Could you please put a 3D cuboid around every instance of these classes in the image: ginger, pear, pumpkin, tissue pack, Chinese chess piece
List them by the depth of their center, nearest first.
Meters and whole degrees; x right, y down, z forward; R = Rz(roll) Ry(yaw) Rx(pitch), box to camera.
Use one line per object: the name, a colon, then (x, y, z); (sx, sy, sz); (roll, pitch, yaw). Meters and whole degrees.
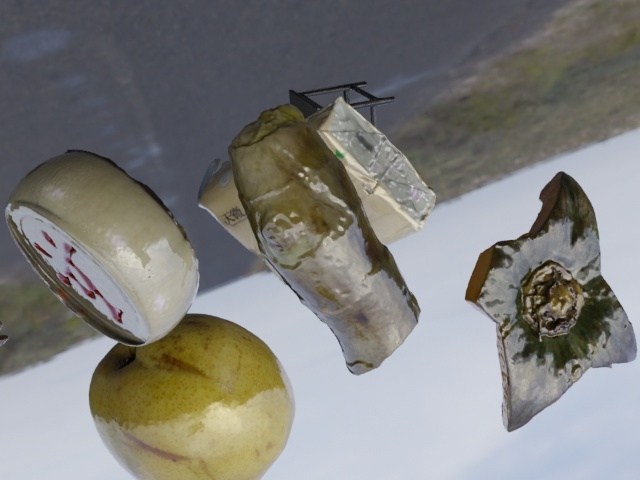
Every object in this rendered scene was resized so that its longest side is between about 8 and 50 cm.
ginger: (0.000, 0.000, 1.110); (0.109, 0.263, 0.116); (-33, -164, -10)
tissue pack: (-0.005, -0.048, 1.378); (0.222, 0.186, 0.090); (-26, -151, 37)
Chinese chess piece: (-0.255, 0.011, 1.394); (0.103, 0.250, 0.249); (-47, -167, -27)
pumpkin: (0.307, 0.076, 1.613); (0.258, 0.290, 0.095); (-23, -175, -30)
pear: (-0.198, 0.257, 1.868); (0.314, 0.314, 0.314); (-21, 180, 0)

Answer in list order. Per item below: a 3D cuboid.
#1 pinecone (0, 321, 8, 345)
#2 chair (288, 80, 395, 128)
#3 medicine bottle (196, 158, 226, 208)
pinecone: (-0.474, 0.067, 1.341); (0.246, 0.292, 0.246); (-2, 177, 0)
chair: (-0.013, -0.182, 2.066); (0.260, 0.142, 0.154); (-12, -157, -18)
medicine bottle: (-0.116, -0.066, 1.810); (0.130, 0.080, 0.080); (21, 166, -16)
